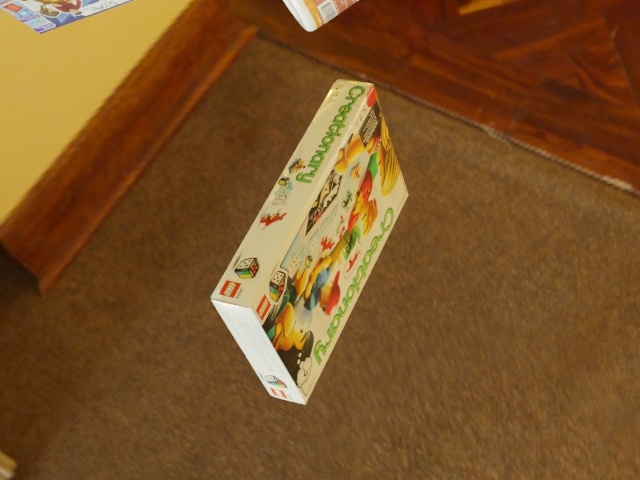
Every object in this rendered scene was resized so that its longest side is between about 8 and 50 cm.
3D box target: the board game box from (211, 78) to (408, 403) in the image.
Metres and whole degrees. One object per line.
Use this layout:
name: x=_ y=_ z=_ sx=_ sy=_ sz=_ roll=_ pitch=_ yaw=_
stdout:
board game box: x=0.000 y=0.000 z=1.137 sx=0.053 sy=0.193 sz=0.305 roll=12 pitch=58 yaw=27

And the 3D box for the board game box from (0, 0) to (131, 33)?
board game box: x=-0.384 y=-0.382 z=1.572 sx=0.201 sy=0.136 sz=0.035 roll=-14 pitch=71 yaw=20

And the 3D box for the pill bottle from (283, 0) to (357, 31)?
pill bottle: x=0.038 y=-0.412 z=1.518 sx=0.216 sy=0.121 sz=0.121 roll=-34 pitch=57 yaw=1
